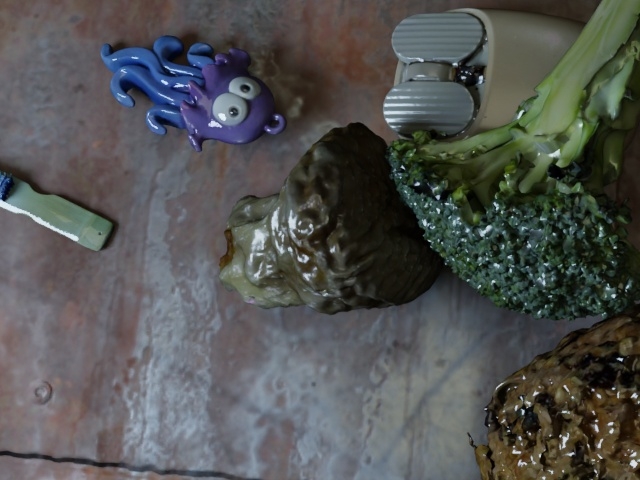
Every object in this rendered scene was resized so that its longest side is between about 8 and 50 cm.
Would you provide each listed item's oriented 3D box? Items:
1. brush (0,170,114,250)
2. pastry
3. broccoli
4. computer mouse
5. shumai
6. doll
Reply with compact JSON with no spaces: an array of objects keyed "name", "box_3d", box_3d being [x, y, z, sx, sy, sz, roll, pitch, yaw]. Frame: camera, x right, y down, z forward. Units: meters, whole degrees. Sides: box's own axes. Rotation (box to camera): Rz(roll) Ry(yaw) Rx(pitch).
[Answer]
[{"name":"brush","box_3d":[-0.279,-0.041,1.473,0.179,0.030,0.033,24,70,8]},{"name":"pastry","box_3d":[0.259,0.163,1.292,0.275,0.275,0.193,-30,94,-4]},{"name":"broccoli","box_3d":[0.210,-0.110,1.324,0.221,0.252,0.361,32,62,-10]},{"name":"computer mouse","box_3d":[0.178,-0.140,1.443,0.237,0.082,0.145,9,79,4]},{"name":"shumai","box_3d":[0.000,0.000,1.398,0.176,0.206,0.166,-27,80,33]},{"name":"doll","box_3d":[-0.123,-0.140,1.469,0.206,0.067,0.110,21,70,18]}]
